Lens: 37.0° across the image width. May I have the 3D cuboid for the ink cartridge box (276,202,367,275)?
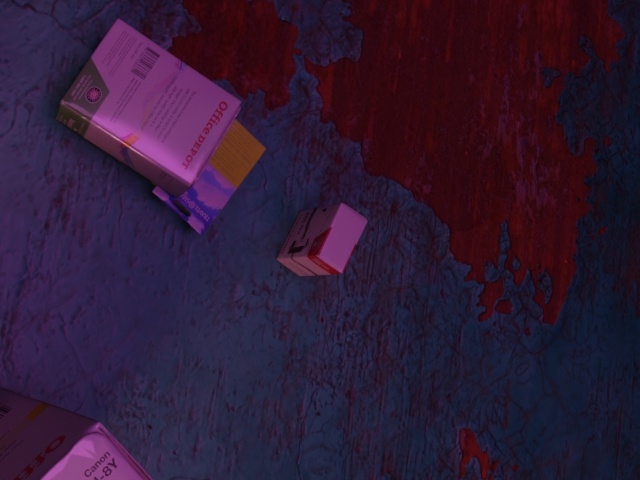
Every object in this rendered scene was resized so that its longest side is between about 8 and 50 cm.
[{"bbox_3d":[0.000,0.000,1.511,0.056,0.135,0.099,34,70,-24],"label":"ink cartridge box"}]

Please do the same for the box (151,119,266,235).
[{"bbox_3d":[-0.174,-0.108,1.456,0.109,0.042,0.178,43,68,-23],"label":"box"}]

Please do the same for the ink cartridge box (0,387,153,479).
[{"bbox_3d":[-0.372,0.337,1.105,0.279,0.384,0.160,-47,112,-25],"label":"ink cartridge box"}]

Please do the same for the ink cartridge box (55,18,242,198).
[{"bbox_3d":[-0.242,-0.184,1.361,0.212,0.093,0.154,32,71,-12],"label":"ink cartridge box"}]
